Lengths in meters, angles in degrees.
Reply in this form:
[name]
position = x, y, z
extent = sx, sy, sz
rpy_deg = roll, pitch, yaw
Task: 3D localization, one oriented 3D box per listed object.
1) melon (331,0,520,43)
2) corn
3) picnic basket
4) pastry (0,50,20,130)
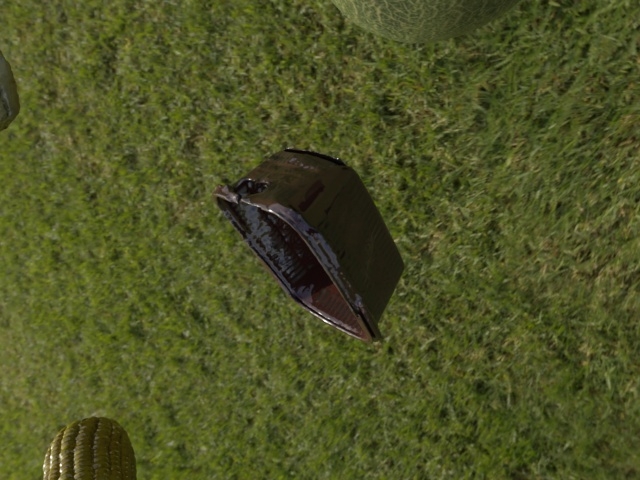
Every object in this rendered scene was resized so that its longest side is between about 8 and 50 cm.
[melon]
position = 0.092, -0.290, 0.469
extent = 0.238, 0.301, 0.237
rpy_deg = 1, 78, -5
[corn]
position = -0.300, 0.366, 0.789
extent = 0.344, 0.131, 0.131
rpy_deg = -137, 50, -60
[picnic basket]
position = 0.000, 0.000, 0.852
extent = 0.222, 0.129, 0.297
rpy_deg = 20, 152, 44
[pastry]
position = -0.592, -0.268, 1.011
extent = 0.192, 0.093, 0.182
rpy_deg = -18, 99, 47
